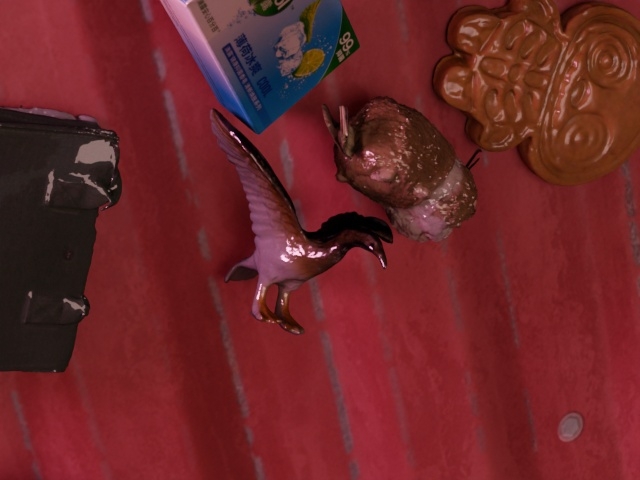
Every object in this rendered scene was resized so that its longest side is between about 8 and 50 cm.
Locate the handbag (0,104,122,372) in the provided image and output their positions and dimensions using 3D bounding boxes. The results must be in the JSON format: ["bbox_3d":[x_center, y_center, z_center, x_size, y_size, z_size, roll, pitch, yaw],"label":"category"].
[{"bbox_3d":[-0.319,0.000,1.718,0.260,0.079,0.248,5,105,-33],"label":"handbag"}]

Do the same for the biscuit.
[{"bbox_3d":[0.249,-0.167,2.006,0.288,0.044,0.202,18,97,-35],"label":"biscuit"}]

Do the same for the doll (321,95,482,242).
[{"bbox_3d":[0.069,-0.081,1.891,0.221,0.105,0.115,30,74,-35],"label":"doll"}]

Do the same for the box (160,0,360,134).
[{"bbox_3d":[-0.059,-0.214,1.762,0.139,0.073,0.194,-41,141,-10],"label":"box"}]

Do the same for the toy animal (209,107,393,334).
[{"bbox_3d":[-0.004,0.015,1.835,0.272,0.197,0.160,19,108,-44],"label":"toy animal"}]
